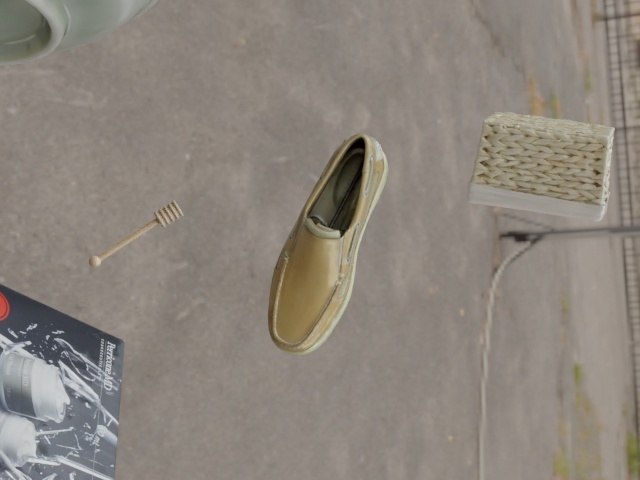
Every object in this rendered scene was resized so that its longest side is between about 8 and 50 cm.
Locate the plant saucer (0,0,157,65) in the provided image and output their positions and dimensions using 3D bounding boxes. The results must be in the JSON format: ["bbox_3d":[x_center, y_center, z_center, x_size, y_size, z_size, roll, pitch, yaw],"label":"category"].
[{"bbox_3d":[-0.345,-0.253,0.910,0.400,0.400,0.101,31,59,-63],"label":"plant saucer"}]

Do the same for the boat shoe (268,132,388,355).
[{"bbox_3d":[0.000,0.000,0.782,0.072,0.068,0.190,49,58,-79],"label":"boat shoe"}]

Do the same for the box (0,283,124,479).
[{"bbox_3d":[-0.423,0.226,1.172,0.312,0.179,0.343,30,28,-27],"label":"box"}]

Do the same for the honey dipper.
[{"bbox_3d":[-0.285,-0.007,1.475,0.030,0.160,0.030,54,-9,13],"label":"honey dipper"}]

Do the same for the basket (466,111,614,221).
[{"bbox_3d":[0.274,-0.095,1.186,0.113,0.167,0.103,-36,132,-66],"label":"basket"}]
